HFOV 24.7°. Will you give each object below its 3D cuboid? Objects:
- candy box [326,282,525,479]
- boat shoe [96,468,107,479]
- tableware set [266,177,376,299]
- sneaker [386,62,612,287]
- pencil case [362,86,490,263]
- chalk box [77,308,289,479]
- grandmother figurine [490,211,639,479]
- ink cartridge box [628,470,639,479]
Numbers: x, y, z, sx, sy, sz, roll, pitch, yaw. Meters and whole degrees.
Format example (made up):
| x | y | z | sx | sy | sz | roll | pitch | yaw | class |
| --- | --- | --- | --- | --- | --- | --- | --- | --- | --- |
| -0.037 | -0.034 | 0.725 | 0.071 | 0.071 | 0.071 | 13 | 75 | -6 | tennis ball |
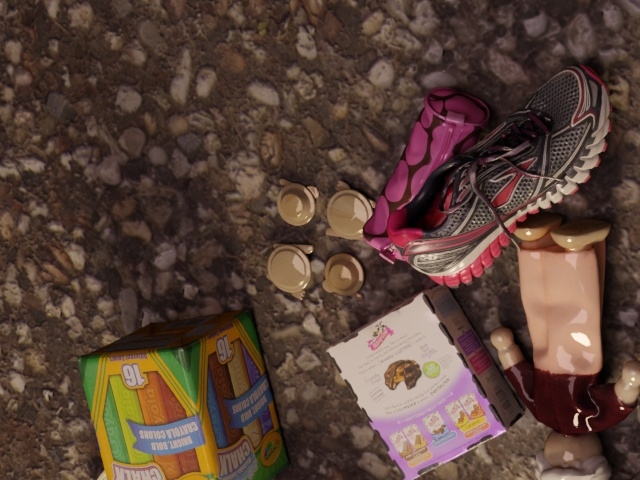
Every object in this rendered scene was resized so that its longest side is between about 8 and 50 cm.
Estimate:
| x | y | z | sx | sy | sz | roll | pitch | yaw | class |
| --- | --- | --- | --- | --- | --- | --- | --- | --- | --- |
| 0.129 | 0.174 | 1.809 | 0.165 | 0.070 | 0.196 | -33 | 87 | 31 | candy box |
| -0.287 | 0.342 | 2.091 | 0.045 | 0.050 | 0.135 | 36 | 117 | 22 | boat shoe |
| 0.000 | 0.000 | 1.864 | 0.141 | 0.020 | 0.169 | 14 | 108 | 23 | tableware set |
| 0.203 | -0.076 | 1.634 | 0.299 | 0.112 | 0.121 | -49 | 39 | 10 | sneaker |
| 0.125 | -0.074 | 1.730 | 0.095 | 0.098 | 0.209 | 27 | 115 | 10 | pencil case |
| -0.171 | 0.259 | 1.931 | 0.180 | 0.179 | 0.289 | -9 | 98 | 31 | chalk box |
| 0.293 | 0.146 | 1.702 | 0.208 | 0.104 | 0.342 | 17 | 117 | 53 | grandmother figurine |
| 0.360 | 0.344 | 1.714 | 0.092 | 0.090 | 0.143 | 49 | 120 | 10 | ink cartridge box |
